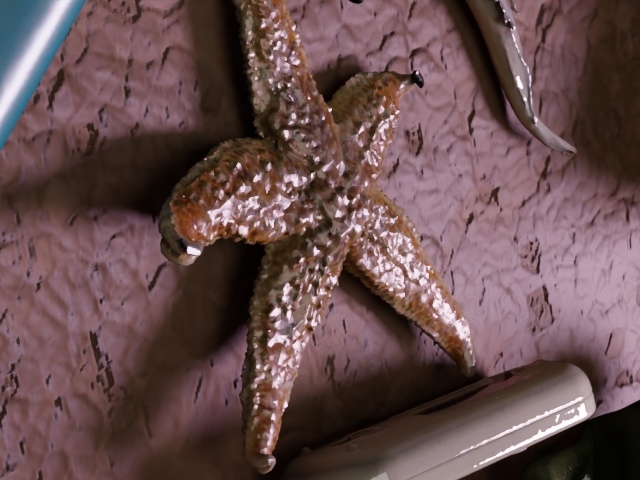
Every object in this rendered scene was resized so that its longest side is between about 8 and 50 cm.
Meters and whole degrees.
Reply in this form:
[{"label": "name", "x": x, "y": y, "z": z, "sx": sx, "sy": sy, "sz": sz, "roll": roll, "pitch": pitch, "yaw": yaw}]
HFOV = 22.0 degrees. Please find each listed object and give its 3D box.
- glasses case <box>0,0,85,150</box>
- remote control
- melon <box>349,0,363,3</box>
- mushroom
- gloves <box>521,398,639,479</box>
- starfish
[{"label": "glasses case", "x": -0.136, "y": -0.145, "z": 0.694, "sx": 0.117, "sy": 0.070, "sz": 0.301, "roll": 40, "pitch": 69, "yaw": -39}, {"label": "remote control", "x": 0.068, "y": 0.108, "z": 0.910, "sx": 0.221, "sy": 0.078, "sz": 0.042, "roll": -15, "pitch": 92, "yaw": -41}, {"label": "melon", "x": -0.005, "y": -0.243, "z": 0.783, "sx": 0.053, "sy": 0.114, "sz": 0.261, "roll": -6, "pitch": 93, "yaw": -2}, {"label": "mushroom", "x": 0.063, "y": -0.139, "z": 0.907, "sx": 0.306, "sy": 0.043, "sz": 0.068, "roll": 30, "pitch": 92, "yaw": -43}, {"label": "gloves", "x": 0.197, "y": 0.161, "z": 1.015, "sx": 0.268, "sy": 0.135, "sz": 0.107, "roll": -24, "pitch": 137, "yaw": -27}, {"label": "starfish", "x": -0.005, "y": 0.001, "z": 0.851, "sx": 0.231, "sy": 0.048, "sz": 0.295, "roll": -58, "pitch": 131, "yaw": -35}]
